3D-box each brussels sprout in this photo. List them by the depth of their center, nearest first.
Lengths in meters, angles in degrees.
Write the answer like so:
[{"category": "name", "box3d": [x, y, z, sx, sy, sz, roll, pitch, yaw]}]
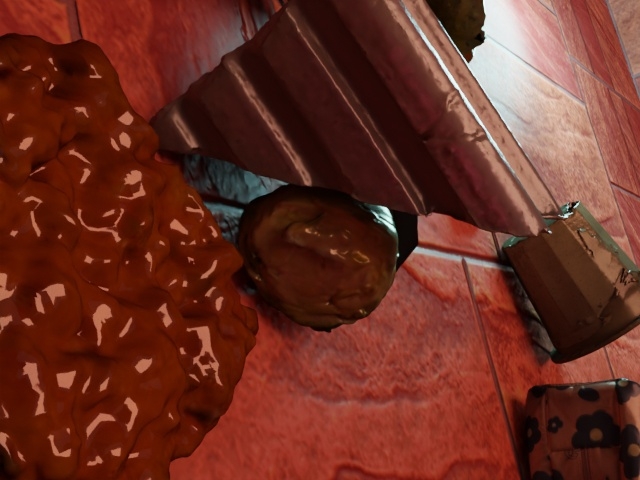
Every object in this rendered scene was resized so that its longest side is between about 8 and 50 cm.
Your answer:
[{"category": "brussels sprout", "box3d": [0.001, 0.000, 0.864, 0.122, 0.149, 0.152, -95, 163, -55]}]

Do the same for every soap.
[{"category": "soap", "box3d": [0.034, -0.071, 0.826, 0.302, 0.257, 0.159, 56, 22, 1]}]

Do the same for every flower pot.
[{"category": "flower pot", "box3d": [0.404, 0.053, 1.395, 0.203, 0.212, 0.212, 58, 32, -1]}]

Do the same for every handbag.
[{"category": "handbag", "box3d": [0.406, 0.319, 1.248, 0.251, 0.190, 0.193, 38, 52, -45]}]

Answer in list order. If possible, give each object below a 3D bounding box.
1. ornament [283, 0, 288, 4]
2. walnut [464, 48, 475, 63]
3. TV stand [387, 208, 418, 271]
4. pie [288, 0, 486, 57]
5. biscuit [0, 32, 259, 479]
[{"category": "ornament", "box3d": [0.026, -0.471, 1.103, 0.240, 0.239, 0.239, 56, 34, -17]}, {"category": "walnut", "box3d": [0.163, -0.340, 1.353, 0.207, 0.115, 0.116, 50, 35, -26]}, {"category": "TV stand", "box3d": [0.051, -0.106, 0.961, 0.088, 0.082, 0.270, -43, 131, -56]}, {"category": "pie", "box3d": [0.030, -0.306, 0.976, 0.371, 0.296, 0.078, 52, 53, -18]}, {"category": "biscuit", "box3d": [-0.183, 0.035, 0.591, 0.312, 0.110, 0.318, 56, 33, -20]}]
